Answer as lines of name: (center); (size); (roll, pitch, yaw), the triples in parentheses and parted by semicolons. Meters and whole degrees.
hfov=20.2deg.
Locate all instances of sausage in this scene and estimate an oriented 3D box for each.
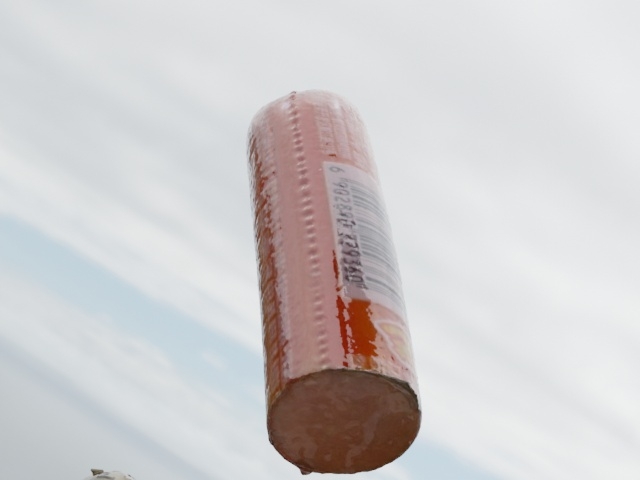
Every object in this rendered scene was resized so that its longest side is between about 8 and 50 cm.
sausage: (0.000, 0.000, 0.914); (0.074, 0.074, 0.274); (38, 26, -30)

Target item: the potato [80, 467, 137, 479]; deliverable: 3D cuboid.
potato: (-0.089, 0.127, 0.702); (0.040, 0.083, 0.051); (13, -40, 5)
